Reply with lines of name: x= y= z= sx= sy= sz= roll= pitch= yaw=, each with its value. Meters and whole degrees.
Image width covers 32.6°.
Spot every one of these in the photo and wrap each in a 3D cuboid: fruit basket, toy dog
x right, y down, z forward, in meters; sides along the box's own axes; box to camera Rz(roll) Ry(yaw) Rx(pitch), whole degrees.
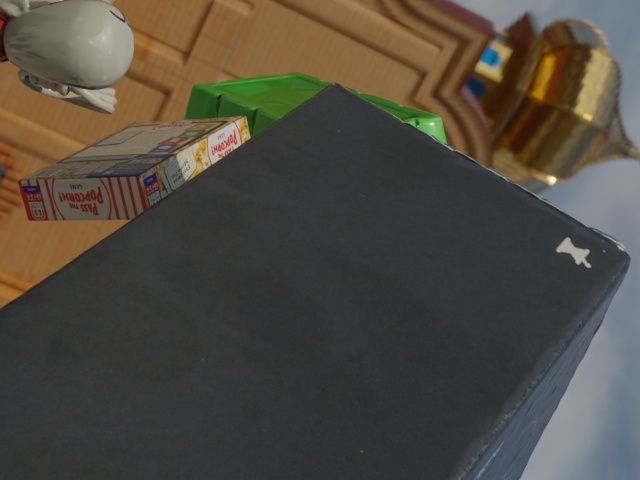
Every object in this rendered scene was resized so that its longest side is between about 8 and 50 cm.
fruit basket: x=0.000 y=0.000 z=1.346 sx=0.392 sy=0.282 sz=0.392 roll=24 pitch=-60 yaw=51
toy dog: x=-0.303 y=-0.236 z=0.917 sx=0.220 sy=0.333 sz=0.161 roll=-179 pitch=-73 yaw=-83

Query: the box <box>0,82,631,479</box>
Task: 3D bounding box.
box: x=-0.052 y=0.217 z=0.845 sx=0.480 sy=0.297 sz=0.472 roll=-40 pitch=156 yaw=-42

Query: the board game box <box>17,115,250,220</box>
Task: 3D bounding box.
board game box: x=-0.178 y=-0.074 z=1.085 sx=0.193 sy=0.146 sz=0.045 roll=-40 pitch=125 yaw=-54
